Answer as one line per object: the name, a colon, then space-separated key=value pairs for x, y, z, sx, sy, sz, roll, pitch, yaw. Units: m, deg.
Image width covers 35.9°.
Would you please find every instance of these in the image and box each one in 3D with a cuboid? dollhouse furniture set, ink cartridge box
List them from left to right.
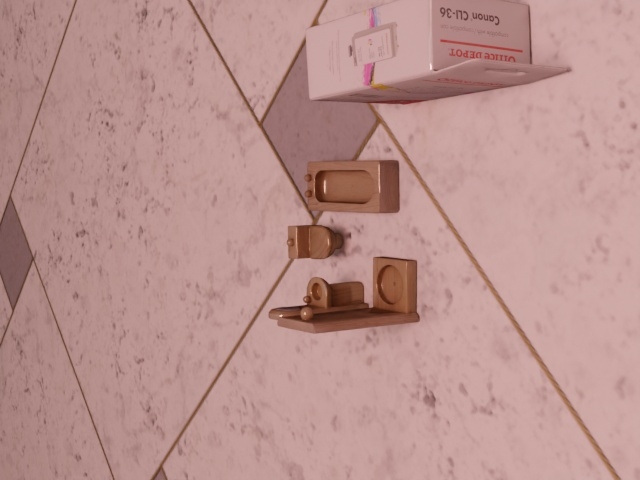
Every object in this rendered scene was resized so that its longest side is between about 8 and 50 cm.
dollhouse furniture set: x=0.000 y=0.000 z=0.938 sx=0.144 sy=0.123 sz=0.151 roll=5 pitch=97 yaw=53
ink cartridge box: x=0.092 y=-0.157 z=0.811 sx=0.198 sy=0.115 sz=0.067 roll=-1 pitch=92 yaw=52
